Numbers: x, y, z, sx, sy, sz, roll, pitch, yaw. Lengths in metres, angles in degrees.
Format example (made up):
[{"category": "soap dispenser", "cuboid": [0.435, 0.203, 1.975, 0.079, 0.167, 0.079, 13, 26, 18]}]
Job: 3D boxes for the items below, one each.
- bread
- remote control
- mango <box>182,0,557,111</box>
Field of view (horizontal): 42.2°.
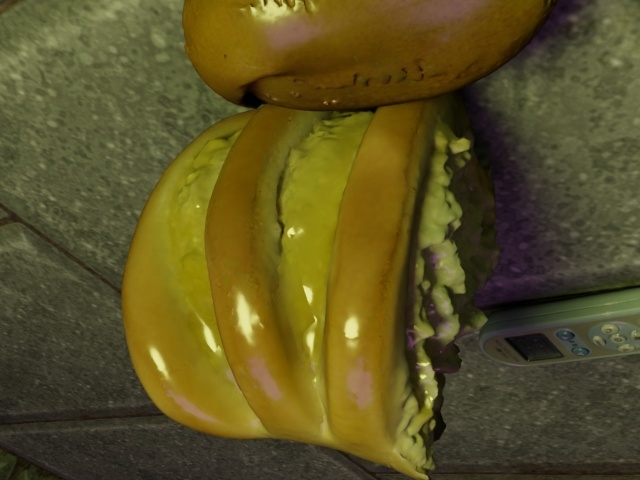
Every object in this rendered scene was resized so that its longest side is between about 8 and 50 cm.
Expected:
[{"category": "bread", "cuboid": [0.000, 0.000, 0.638, 0.270, 0.315, 0.211, 13, 145, 16]}, {"category": "remote control", "cuboid": [0.284, 0.093, 0.895, 0.244, 0.047, 0.087, -15, 140, 38]}, {"category": "mango", "cuboid": [0.025, -0.158, 0.533, 0.249, 0.156, 0.151, -3, 107, 25]}]
